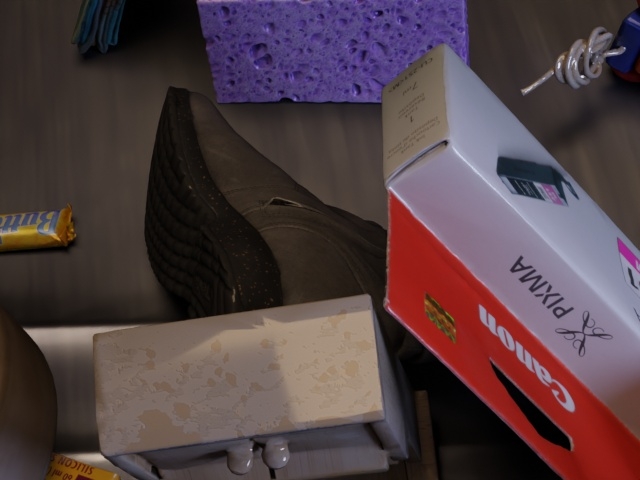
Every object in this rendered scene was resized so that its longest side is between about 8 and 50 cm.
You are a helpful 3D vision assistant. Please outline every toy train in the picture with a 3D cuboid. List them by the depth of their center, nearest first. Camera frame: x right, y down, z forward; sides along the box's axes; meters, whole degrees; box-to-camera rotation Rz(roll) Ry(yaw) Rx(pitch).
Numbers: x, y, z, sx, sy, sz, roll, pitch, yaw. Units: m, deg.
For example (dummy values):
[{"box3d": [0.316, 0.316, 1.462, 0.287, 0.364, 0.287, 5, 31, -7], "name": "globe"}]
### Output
[{"box3d": [0.291, -0.130, 1.213, 0.248, 0.105, 0.143, -37, 71, -21], "name": "toy train"}]

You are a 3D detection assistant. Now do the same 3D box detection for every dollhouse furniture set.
[{"box3d": [-0.012, 0.262, 0.881, 0.362, 0.256, 0.394, -9, 71, 7], "name": "dollhouse furniture set"}]

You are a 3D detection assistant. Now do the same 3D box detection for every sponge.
[{"box3d": [0.014, -0.159, 1.238, 0.210, 0.117, 0.031, 1, 51, 6], "name": "sponge"}]

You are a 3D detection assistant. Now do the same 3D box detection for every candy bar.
[{"box3d": [-0.269, -0.006, 1.207, 0.162, 0.018, 0.040, -4, 52, 3], "name": "candy bar"}]

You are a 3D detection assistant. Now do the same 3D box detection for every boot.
[{"box3d": [0.000, 0.000, 1.129, 0.223, 0.118, 0.338, 2, 33, -19], "name": "boot"}]

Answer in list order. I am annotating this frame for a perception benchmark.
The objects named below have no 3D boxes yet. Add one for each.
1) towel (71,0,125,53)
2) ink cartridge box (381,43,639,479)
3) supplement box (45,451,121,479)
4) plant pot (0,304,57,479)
[{"box3d": [-0.132, -0.372, 1.333, 0.040, 0.271, 0.370, 18, 50, -14], "name": "towel"}, {"box3d": [0.144, 0.037, 0.957, 0.060, 0.275, 0.239, -36, 26, 22], "name": "ink cartridge box"}, {"box3d": [-0.207, 0.227, 0.982, 0.104, 0.080, 0.188, 16, 56, 16], "name": "supplement box"}, {"box3d": [-0.369, 0.079, 0.931, 0.323, 0.280, 0.323, -17, 42, 16], "name": "plant pot"}]
